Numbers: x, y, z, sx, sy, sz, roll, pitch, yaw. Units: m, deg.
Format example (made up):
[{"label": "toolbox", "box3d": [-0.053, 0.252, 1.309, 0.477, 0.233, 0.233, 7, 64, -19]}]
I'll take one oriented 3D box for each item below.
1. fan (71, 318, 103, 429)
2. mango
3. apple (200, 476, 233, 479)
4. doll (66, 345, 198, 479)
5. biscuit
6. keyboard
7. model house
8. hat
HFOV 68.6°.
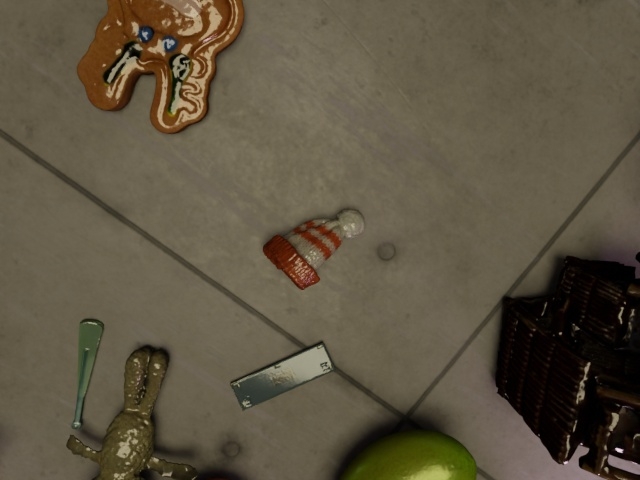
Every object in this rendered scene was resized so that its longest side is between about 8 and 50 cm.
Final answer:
[{"label": "fan", "box3d": [-0.393, 0.225, 0.782, 0.038, 0.016, 0.192, 10, 97, -8]}, {"label": "mango", "box3d": [0.127, 0.427, 0.788, 0.186, 0.149, 0.272, 30, 97, 5]}, {"label": "apple", "box3d": [-0.185, 0.493, 0.765, 0.181, 0.168, 0.180, 0, 93, -7]}, {"label": "doll", "box3d": [-0.323, 0.329, 0.774, 0.203, 0.091, 0.285, -14, 98, -14]}, {"label": "biscuit", "box3d": [-0.224, -0.332, 0.698, 0.202, 0.047, 0.333, 23, 95, -8]}, {"label": "keyboard", "box3d": [-0.065, 0.235, 0.812, 0.176, 0.014, 0.055, -24, 99, -1]}, {"label": "model house", "box3d": [0.421, 0.158, 0.731, 0.283, 0.297, 0.316, 16, 106, 37]}, {"label": "hat", "box3d": [0.000, 0.000, 0.751, 0.162, 0.112, 0.093, -41, 127, -8]}]
